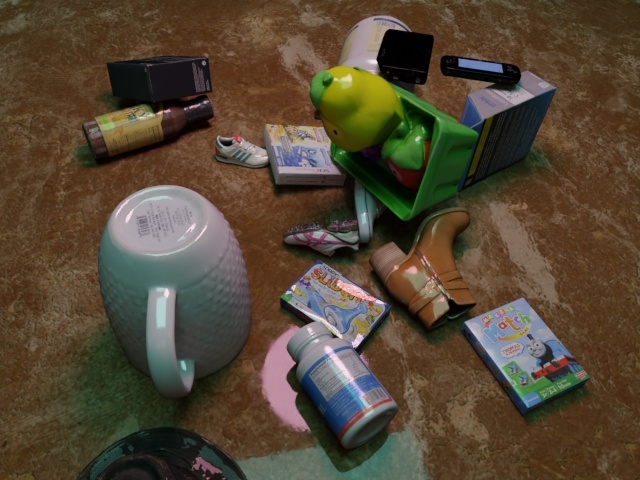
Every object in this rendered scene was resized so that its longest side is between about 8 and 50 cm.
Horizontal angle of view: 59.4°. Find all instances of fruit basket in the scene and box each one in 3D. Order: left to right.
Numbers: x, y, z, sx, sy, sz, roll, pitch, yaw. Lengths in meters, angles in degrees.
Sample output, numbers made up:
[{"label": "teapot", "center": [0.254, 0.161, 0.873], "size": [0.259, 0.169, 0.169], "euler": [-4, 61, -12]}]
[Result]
[{"label": "fruit basket", "center": [0.121, -0.246, 1.278], "size": [0.392, 0.283, 0.392], "euler": [11, 30, -7]}]

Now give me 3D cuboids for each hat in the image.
[{"label": "hat", "center": [-0.264, 0.426, 0.884], "size": [0.331, 0.134, 0.331], "euler": [2, 48, -2]}]

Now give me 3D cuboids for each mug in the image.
[{"label": "mug", "center": [-0.269, 0.105, 1.031], "size": [0.276, 0.328, 0.374], "euler": [-4, 50, -7]}]

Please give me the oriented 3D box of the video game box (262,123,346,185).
[{"label": "video game box", "center": [-0.045, -0.230, 1.504], "size": [0.187, 0.048, 0.205], "euler": [0, 48, -22]}]

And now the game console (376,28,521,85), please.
[{"label": "game console", "center": [0.327, -0.459, 1.436], "size": [0.361, 0.044, 0.213], "euler": [11, 46, 6]}]

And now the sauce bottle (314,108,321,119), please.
[{"label": "sauce bottle", "center": [0.016, -0.416, 1.693], "size": [0.042, 0.042, 0.128], "euler": [14, 47, 8]}]

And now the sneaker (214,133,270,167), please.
[{"label": "sneaker", "center": [-0.207, -0.244, 1.505], "size": [0.161, 0.075, 0.057], "euler": [8, 49, 4]}]

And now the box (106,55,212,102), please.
[{"label": "box", "center": [-0.455, -0.459, 1.577], "size": [0.184, 0.103, 0.261], "euler": [-20, 27, -38]}]

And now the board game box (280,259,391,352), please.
[{"label": "board game box", "center": [0.032, 0.141, 1.214], "size": [0.201, 0.035, 0.136], "euler": [31, 54, 21]}]

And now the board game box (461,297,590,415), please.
[{"label": "board game box", "center": [0.418, 0.232, 1.159], "size": [0.160, 0.039, 0.211], "euler": [-19, 52, -18]}]

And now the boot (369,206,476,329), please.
[{"label": "boot", "center": [0.277, 0.056, 1.253], "size": [0.283, 0.109, 0.220], "euler": [-26, 54, -21]}]

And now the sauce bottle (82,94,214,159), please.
[{"label": "sauce bottle", "center": [-0.464, -0.321, 1.533], "size": [0.344, 0.111, 0.111], "euler": [-24, 55, -23]}]

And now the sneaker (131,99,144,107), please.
[{"label": "sneaker", "center": [-0.528, -0.384, 1.636], "size": [0.043, 0.040, 0.109], "euler": [21, 38, -25]}]

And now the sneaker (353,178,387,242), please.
[{"label": "sneaker", "center": [0.129, -0.099, 1.390], "size": [0.091, 0.094, 0.258], "euler": [1, 48, 3]}]

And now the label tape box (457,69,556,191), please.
[{"label": "label tape box", "center": [0.430, -0.276, 1.466], "size": [0.333, 0.241, 0.106], "euler": [-26, 56, -24]}]

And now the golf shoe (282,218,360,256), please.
[{"label": "golf shoe", "center": [0.000, 0.000, 1.310], "size": [0.186, 0.086, 0.067], "euler": [-4, 12, 20]}]

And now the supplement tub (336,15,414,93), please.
[{"label": "supplement tub", "center": [0.157, -0.468, 1.618], "size": [0.235, 0.235, 0.325], "euler": [10, 49, 5]}]

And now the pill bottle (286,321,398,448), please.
[{"label": "pill bottle", "center": [0.032, 0.263, 1.051], "size": [0.124, 0.124, 0.221], "euler": [-25, 54, -23]}]
